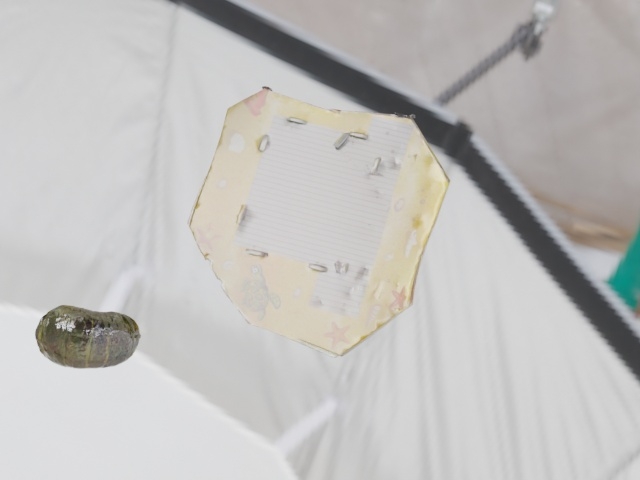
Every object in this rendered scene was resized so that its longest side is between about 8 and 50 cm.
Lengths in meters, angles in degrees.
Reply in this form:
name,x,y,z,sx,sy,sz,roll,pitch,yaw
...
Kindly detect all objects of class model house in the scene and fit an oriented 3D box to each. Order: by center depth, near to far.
name,x,y,z,sx,sy,sz,roll,pitch,yaw
model house,0.000,0.000,1.364,0.207,0.219,0.136,12,166,9

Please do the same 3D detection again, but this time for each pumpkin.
name,x,y,z,sx,sy,sz,roll,pitch,yaw
pumpkin,-0.179,0.078,1.219,0.083,0.050,0.028,1,-161,-20
